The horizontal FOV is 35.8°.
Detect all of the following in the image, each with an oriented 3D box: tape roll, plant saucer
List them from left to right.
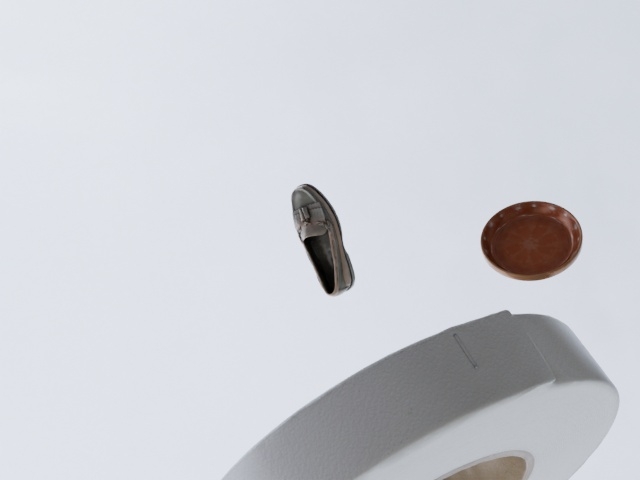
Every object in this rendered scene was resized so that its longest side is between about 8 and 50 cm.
[{"bbox_3d":[0.075,0.210,0.837,0.392,0.392,0.072,3,-135,-44],"label":"tape roll"},{"bbox_3d":[0.175,0.001,0.824,0.013,0.083,0.083,71,-168,-45],"label":"plant saucer"}]

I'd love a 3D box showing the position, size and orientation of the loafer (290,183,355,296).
[{"bbox_3d":[0.000,0.000,1.053,0.039,0.045,0.125,-31,-82,-62],"label":"loafer"}]
